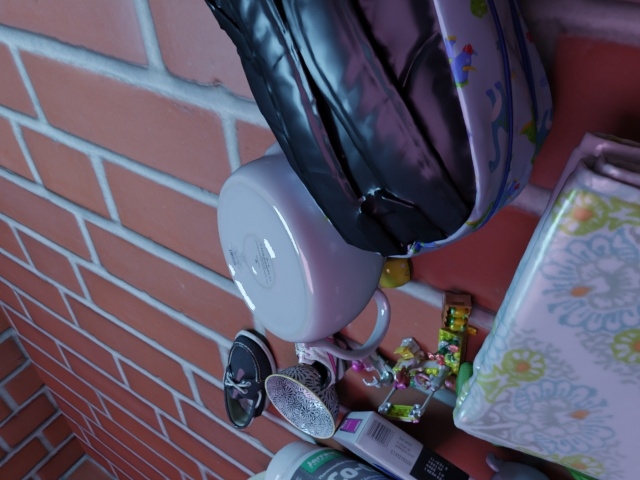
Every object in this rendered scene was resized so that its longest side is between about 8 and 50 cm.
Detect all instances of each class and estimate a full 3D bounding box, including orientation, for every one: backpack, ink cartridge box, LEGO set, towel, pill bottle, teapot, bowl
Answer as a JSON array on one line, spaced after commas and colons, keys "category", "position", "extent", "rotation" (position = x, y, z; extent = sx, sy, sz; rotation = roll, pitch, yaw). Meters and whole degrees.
[{"category": "backpack", "position": [0.063, -0.163, 0.527], "extent": [0.290, 0.273, 0.356], "rotation": [-16, 90, 46]}, {"category": "ink cartridge box", "position": [0.119, 0.380, 1.012], "extent": [0.175, 0.069, 0.371], "rotation": [32, 161, 5]}, {"category": "LEGO set", "position": [0.149, 0.195, 0.854], "extent": [0.132, 0.107, 0.287], "rotation": [44, 142, 2]}, {"category": "towel", "position": [0.335, 0.104, 0.543], "extent": [0.320, 0.090, 0.375], "rotation": [19, 125, 11]}, {"category": "pill bottle", "position": [0.042, 0.556, 1.172], "extent": [0.361, 0.204, 0.204], "rotation": [3, 126, 54]}, {"category": "teapot", "position": [0.000, 0.000, 0.727], "extent": [0.252, 0.187, 0.256], "rotation": [50, 144, 27]}, {"category": "bowl", "position": [-0.021, 0.305, 1.132], "extent": [0.170, 0.080, 0.170], "rotation": [24, 137, 25]}]

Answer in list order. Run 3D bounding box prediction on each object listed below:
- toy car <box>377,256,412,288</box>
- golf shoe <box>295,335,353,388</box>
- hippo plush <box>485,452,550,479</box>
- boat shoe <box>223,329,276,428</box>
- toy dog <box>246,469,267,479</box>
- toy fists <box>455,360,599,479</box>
[{"category": "toy car", "position": [-0.001, 0.012, 0.872], "extent": [0.225, 0.053, 0.239], "rotation": [52, 141, -8]}, {"category": "golf shoe", "position": [-0.013, 0.176, 1.006], "extent": [0.067, 0.086, 0.186], "rotation": [-21, 107, 51]}, {"category": "hippo plush", "position": [0.282, 0.413, 0.824], "extent": [0.234, 0.236, 0.294], "rotation": [41, 100, -15]}, {"category": "boat shoe", "position": [-0.167, 0.323, 1.272], "extent": [0.114, 0.091, 0.303], "rotation": [24, 137, 25]}, {"category": "toy dog", "position": [-0.024, 0.814, 1.484], "extent": [0.395, 0.284, 0.408], "rotation": [-34, 98, 15]}, {"category": "toy fists", "position": [0.313, 0.244, 0.759], "extent": [0.279, 0.096, 0.142], "rotation": [20, 136, 31]}]
